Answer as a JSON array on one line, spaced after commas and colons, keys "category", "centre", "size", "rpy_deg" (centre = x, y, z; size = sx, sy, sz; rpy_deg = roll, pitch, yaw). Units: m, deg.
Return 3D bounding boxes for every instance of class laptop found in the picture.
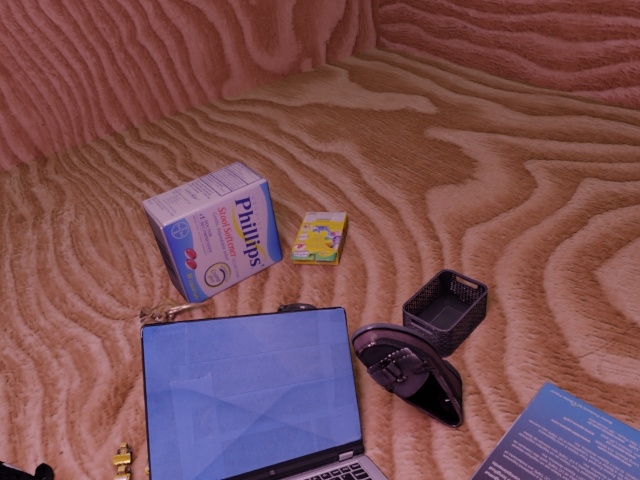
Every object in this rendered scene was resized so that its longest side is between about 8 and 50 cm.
[{"category": "laptop", "centre": [-0.026, 0.306, 0.731], "size": [0.382, 0.236, 0.408], "rpy_deg": [0, 22, -35]}]

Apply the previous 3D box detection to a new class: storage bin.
[{"category": "storage bin", "centre": [0.277, 0.158, 1.129], "size": [0.122, 0.084, 0.180], "rpy_deg": [26, 47, 38]}]

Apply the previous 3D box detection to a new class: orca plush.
[{"category": "orca plush", "centre": [-0.582, 0.424, 0.913], "size": [0.151, 0.102, 0.287], "rpy_deg": [-30, 41, -28]}]

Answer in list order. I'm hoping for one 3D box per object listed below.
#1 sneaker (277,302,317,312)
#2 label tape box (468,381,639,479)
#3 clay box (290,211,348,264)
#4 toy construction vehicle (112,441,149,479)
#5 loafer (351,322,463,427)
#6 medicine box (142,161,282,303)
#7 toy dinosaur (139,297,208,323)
[{"category": "sneaker", "centre": [-0.115, 0.217, 1.116], "size": [0.296, 0.104, 0.147], "rpy_deg": [-5, 33, -6]}, {"category": "label tape box", "centre": [0.362, 0.408, 0.744], "size": [0.348, 0.115, 0.249], "rpy_deg": [-36, 44, -29]}, {"category": "clay box", "centre": [0.000, 0.000, 1.428], "size": [0.127, 0.053, 0.222], "rpy_deg": [1, 38, 13]}, {"category": "toy construction vehicle", "centre": [-0.341, 0.401, 0.934], "size": [0.086, 0.035, 0.098], "rpy_deg": [-5, 14, -7]}, {"category": "loafer", "centre": [0.169, 0.239, 0.883], "size": [0.109, 0.302, 0.095], "rpy_deg": [-33, 41, 24]}, {"category": "medicine box", "centre": [-0.272, -0.021, 1.331], "size": [0.289, 0.263, 0.149], "rpy_deg": [-28, 41, -24]}, {"category": "toy dinosaur", "centre": [-0.378, 0.176, 1.251], "size": [0.183, 0.053, 0.092], "rpy_deg": [-9, 41, 8]}]
